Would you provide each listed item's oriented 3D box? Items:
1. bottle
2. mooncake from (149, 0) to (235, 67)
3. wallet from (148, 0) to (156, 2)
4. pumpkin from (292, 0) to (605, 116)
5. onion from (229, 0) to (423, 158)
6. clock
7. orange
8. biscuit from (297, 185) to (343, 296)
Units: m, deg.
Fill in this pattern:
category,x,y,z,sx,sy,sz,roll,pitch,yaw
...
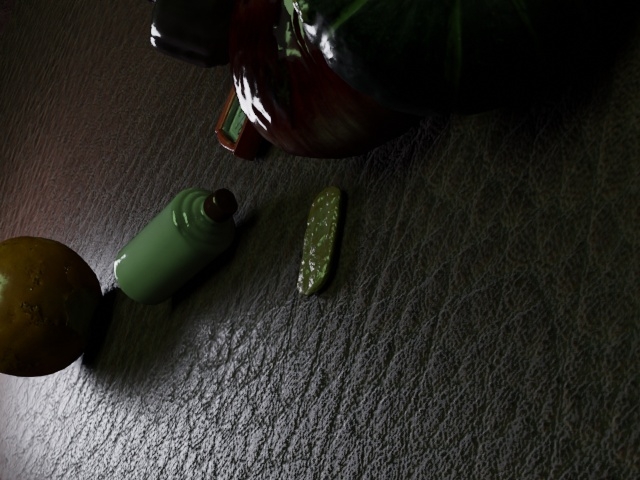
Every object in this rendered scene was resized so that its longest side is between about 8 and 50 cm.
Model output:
category,x,y,z,sx,sy,sz,roll,pitch,yaw
bottle,-0.194,-0.001,1.901,0.245,0.104,0.104,-39,38,45
mooncake,-0.152,-0.396,2.021,0.283,0.141,0.283,-161,90,-89
wallet,-0.262,-0.541,2.507,0.202,0.059,0.141,-27,45,53
pumpkin,0.124,-0.278,1.302,0.241,0.323,0.323,81,-153,-79
onion,0.009,-0.274,1.544,0.347,0.285,0.348,-28,49,38
clock,-0.090,-0.195,1.913,0.155,0.061,0.113,-64,26,13
orange,-0.478,0.111,2.217,0.240,0.240,0.240,-42,35,40
biscuit,0.000,0.000,1.631,0.071,0.018,0.147,-26,48,51
